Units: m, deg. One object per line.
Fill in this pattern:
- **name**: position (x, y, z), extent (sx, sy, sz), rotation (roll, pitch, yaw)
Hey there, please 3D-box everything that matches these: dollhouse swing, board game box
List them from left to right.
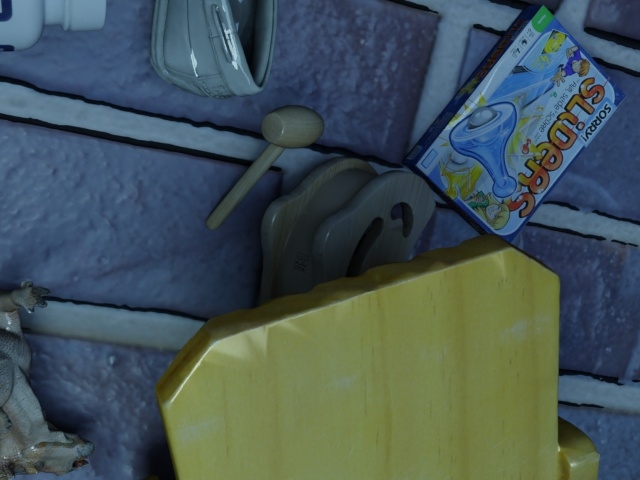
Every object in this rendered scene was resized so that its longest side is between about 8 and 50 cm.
- **dollhouse swing**: position (0.010, 0.145, 0.820), extent (0.346, 0.315, 0.305), rotation (-17, 105, -16)
- **board game box**: position (0.194, -0.111, 0.984), extent (0.136, 0.035, 0.201), rotation (40, 86, -21)

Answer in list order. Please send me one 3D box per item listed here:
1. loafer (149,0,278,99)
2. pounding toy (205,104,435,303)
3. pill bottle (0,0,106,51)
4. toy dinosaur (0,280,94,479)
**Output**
- **loafer**: position (-0.065, -0.275, 0.808), extent (0.112, 0.111, 0.320), rotation (-13, 113, -54)
- **pounding toy**: position (0.000, 0.000, 0.921), extent (0.154, 0.154, 0.270), rotation (-19, 119, -44)
- **pill bottle**: position (-0.254, -0.193, 0.718), extent (0.186, 0.112, 0.112), rotation (-5, 102, -19)
- **toy dinosaur**: position (-0.315, 0.098, 0.811), extent (0.295, 0.200, 0.127), rotation (45, 44, 0)
